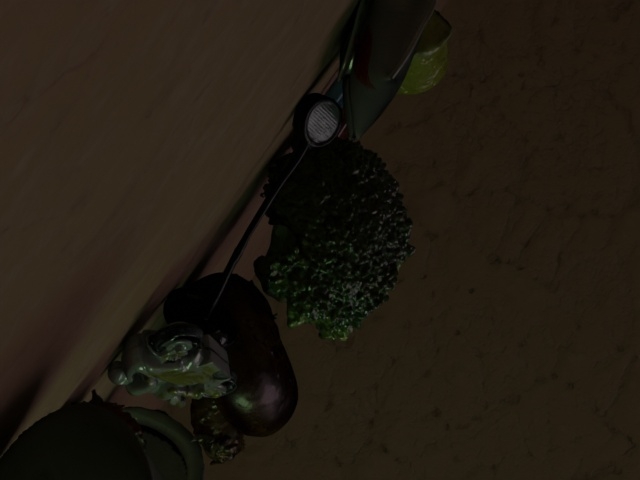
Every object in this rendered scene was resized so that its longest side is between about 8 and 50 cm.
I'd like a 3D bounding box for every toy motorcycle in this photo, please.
[{"bbox_3d":[-0.192,0.162,1.782,0.151,0.074,0.229,-14,154,6],"label":"toy motorcycle"}]

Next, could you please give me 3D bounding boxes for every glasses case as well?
[{"bbox_3d":[0.065,-0.223,1.742,0.308,0.083,0.128,120,-11,-76],"label":"glasses case"}]

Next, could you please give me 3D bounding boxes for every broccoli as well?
[{"bbox_3d":[0.016,0.001,2.019,0.288,0.235,0.260,-48,154,-40],"label":"broccoli"}]

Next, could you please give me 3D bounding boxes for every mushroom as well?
[{"bbox_3d":[-0.120,0.184,2.059,0.297,0.163,0.278,118,-36,-86],"label":"mushroom"}]

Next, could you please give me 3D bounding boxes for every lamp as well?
[{"bbox_3d":[-0.102,-0.035,1.854,0.130,0.108,0.371,9,107,-44],"label":"lamp"}]

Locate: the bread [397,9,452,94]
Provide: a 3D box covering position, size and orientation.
[{"bbox_3d":[0.116,-0.273,1.934,0.111,0.129,0.114,-40,165,-22],"label":"bread"}]

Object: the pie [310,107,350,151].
[{"bbox_3d":[0.037,-0.204,2.468,0.182,0.049,0.182,-56,178,-3],"label":"pie"}]

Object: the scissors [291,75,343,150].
[{"bbox_3d":[0.082,-0.293,2.199,0.447,0.029,0.192,-53,179,-45],"label":"scissors"}]

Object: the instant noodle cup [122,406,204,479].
[{"bbox_3d":[-0.304,0.417,2.117,0.284,0.284,0.312,-53,171,-44],"label":"instant noodle cup"}]

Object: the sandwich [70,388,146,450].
[{"bbox_3d":[-0.297,0.273,1.664,0.185,0.109,0.160,-56,-161,-2],"label":"sandwich"}]

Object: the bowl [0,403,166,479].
[{"bbox_3d":[-0.208,0.322,1.302,0.313,0.146,0.313,-24,-128,35],"label":"bowl"}]
